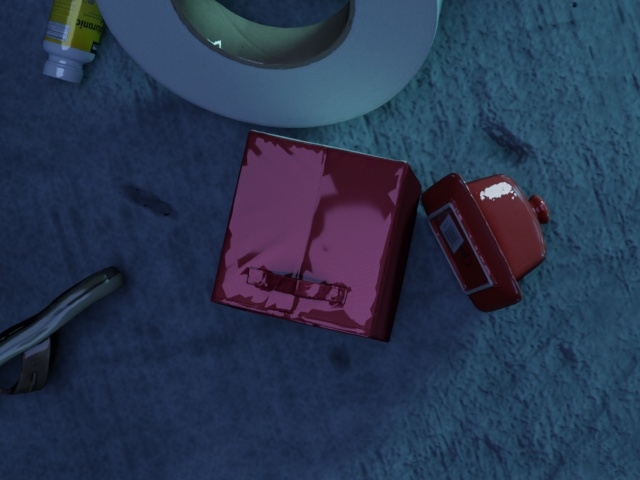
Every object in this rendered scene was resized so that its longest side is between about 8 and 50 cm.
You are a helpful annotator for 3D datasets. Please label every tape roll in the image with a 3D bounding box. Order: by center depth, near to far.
[{"bbox_3d":[-0.059,-0.285,1.581,0.392,0.392,0.072,9,48,8],"label":"tape roll"}]

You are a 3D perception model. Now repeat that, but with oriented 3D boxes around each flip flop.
[{"bbox_3d":[-0.340,0.133,1.759,0.277,0.112,0.080,-36,100,3],"label":"flip flop"}]

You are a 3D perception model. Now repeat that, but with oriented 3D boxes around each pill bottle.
[{"bbox_3d":[-0.295,-0.249,1.752,0.065,0.065,0.116,17,95,9],"label":"pill bottle"}]

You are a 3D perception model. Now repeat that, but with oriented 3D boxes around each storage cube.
[{"bbox_3d":[0.000,0.000,1.639,0.183,0.215,0.193,12,87,10],"label":"storage cube"}]

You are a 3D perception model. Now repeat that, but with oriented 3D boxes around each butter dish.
[{"bbox_3d":[0.203,-0.013,1.646,0.118,0.160,0.160,-27,87,-13],"label":"butter dish"}]
